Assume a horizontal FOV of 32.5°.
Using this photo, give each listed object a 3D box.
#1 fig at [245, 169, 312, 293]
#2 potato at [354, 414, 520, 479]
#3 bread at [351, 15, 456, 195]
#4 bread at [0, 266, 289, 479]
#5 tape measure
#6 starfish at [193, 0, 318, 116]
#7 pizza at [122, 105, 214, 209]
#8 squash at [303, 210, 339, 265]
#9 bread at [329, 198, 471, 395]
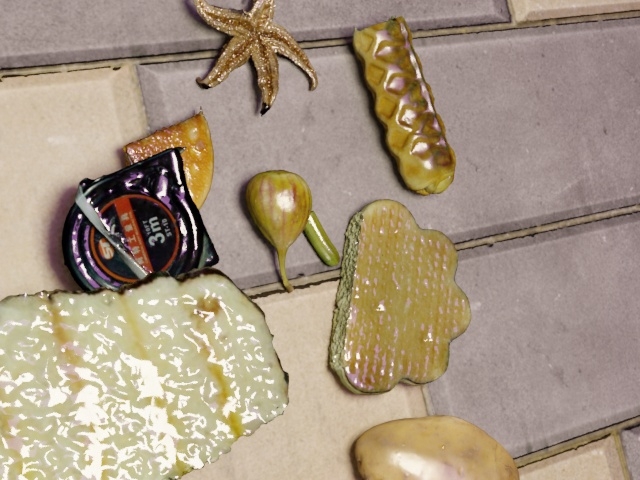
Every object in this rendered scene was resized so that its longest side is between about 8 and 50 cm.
[{"bbox_3d":[-0.039,-0.019,1.479,0.093,0.093,0.166,-25,91,-30],"label":"fig"},{"bbox_3d":[0.161,0.323,1.508,0.235,0.128,0.161,-1,65,-24],"label":"potato"},{"bbox_3d":[0.125,-0.194,1.603,0.087,0.098,0.269,-20,91,12],"label":"bread"},{"bbox_3d":[-0.263,0.190,1.234,0.395,0.264,0.239,-12,74,-30],"label":"bread"},{"bbox_3d":[-0.226,-0.005,1.350,0.181,0.107,0.182,-17,94,-4],"label":"tape measure"},{"bbox_3d":[-0.088,-0.290,1.526,0.213,0.057,0.237,14,78,-33],"label":"starfish"},{"bbox_3d":[-0.201,-0.095,1.434,0.131,0.041,0.178,5,78,-30],"label":"pizza"},{"bbox_3d":[0.000,0.000,1.531,0.027,0.027,0.083,-34,97,-29],"label":"squash"},{"bbox_3d":[0.118,0.092,1.559,0.207,0.056,0.286,19,72,-21],"label":"bread"}]
